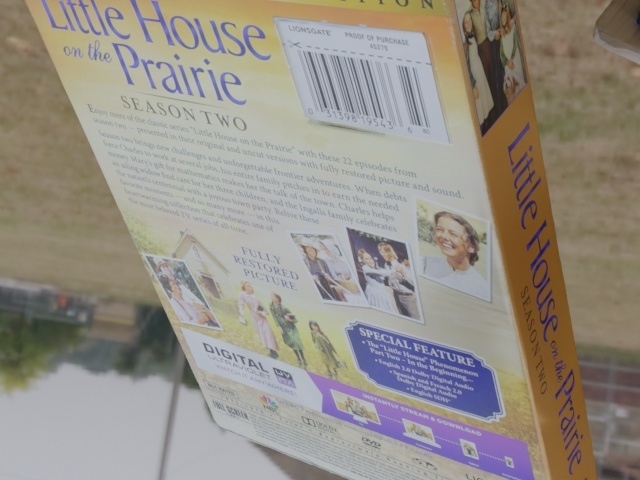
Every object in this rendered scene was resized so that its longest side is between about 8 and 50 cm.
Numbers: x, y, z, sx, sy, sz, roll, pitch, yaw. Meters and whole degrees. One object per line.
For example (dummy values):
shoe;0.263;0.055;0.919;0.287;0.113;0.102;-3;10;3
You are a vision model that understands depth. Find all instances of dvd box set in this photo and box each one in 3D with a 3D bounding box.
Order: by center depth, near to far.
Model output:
dvd box set;0.000;0.000;0.725;0.307;0.062;0.420;13;137;36

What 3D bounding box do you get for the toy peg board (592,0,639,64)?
toy peg board;0.280;-0.164;0.722;0.160;0.161;0.079;31;155;18
